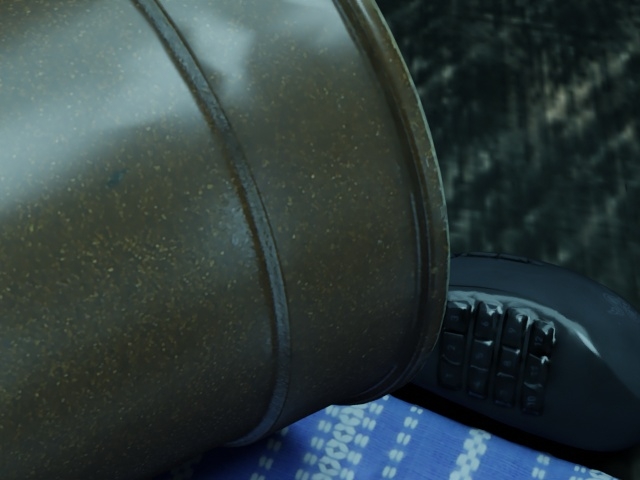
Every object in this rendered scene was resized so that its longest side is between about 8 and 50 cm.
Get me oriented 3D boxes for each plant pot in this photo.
[{"bbox_3d":[-0.085,0.003,0.365,0.165,0.167,0.167,-30,56,-29],"label":"plant pot"}]

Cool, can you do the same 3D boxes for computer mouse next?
[{"bbox_3d":[0.000,0.000,0.495,0.242,0.041,0.071,22,22,14],"label":"computer mouse"}]

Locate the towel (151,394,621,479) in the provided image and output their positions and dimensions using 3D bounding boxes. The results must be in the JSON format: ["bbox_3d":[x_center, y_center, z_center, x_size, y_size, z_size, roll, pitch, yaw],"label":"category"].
[{"bbox_3d":[-0.035,0.107,0.384,0.336,0.040,0.243,20,41,9],"label":"towel"}]
